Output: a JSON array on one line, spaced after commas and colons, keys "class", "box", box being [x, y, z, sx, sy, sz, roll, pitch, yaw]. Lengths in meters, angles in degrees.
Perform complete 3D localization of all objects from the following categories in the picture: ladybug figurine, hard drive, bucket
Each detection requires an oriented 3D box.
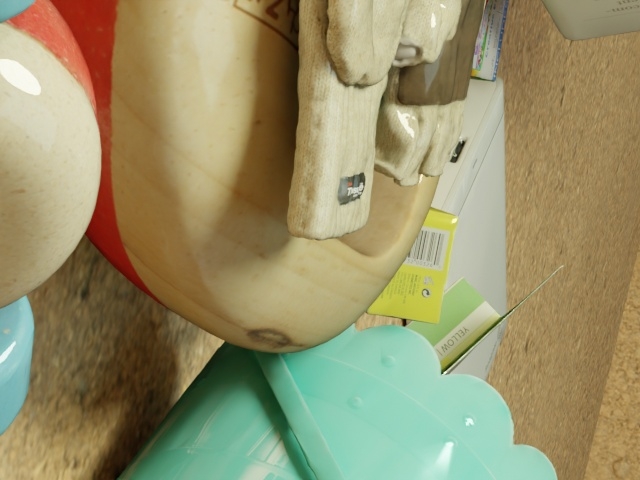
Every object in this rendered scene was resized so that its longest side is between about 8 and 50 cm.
[{"class": "ladybug figurine", "box": [-0.044, -0.099, 0.922, 0.449, 0.162, 0.305, 39, 63, -71]}, {"class": "hard drive", "box": [0.143, 0.037, 1.788, 0.353, 0.047, 0.233, 84, 24, -44]}, {"class": "bucket", "box": [-0.004, 0.198, 1.051, 0.183, 0.281, 0.281, -46, 144, -46]}]

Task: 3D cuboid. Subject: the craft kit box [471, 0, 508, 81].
[{"class": "craft kit box", "box": [0.127, -0.270, 1.545, 0.246, 0.061, 0.250, -8, 108, -74]}]

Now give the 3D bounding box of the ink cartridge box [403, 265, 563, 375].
[{"class": "ink cartridge box", "box": [0.074, 0.093, 1.335, 0.171, 0.056, 0.235, -39, 171, -28]}]

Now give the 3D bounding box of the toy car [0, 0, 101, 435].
[{"class": "toy car", "box": [-0.182, -0.084, 0.553, 0.219, 0.210, 0.238, 102, -17, -44]}]

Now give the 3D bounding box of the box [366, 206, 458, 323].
[{"class": "box", "box": [0.058, 0.009, 1.357, 0.232, 0.058, 0.087, -141, -119, -86]}]

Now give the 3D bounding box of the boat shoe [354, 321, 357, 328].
[{"class": "boat shoe", "box": [0.000, 0.000, 1.270, 0.073, 0.073, 0.207, -164, -95, -80]}]

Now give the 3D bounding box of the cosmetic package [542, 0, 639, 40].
[{"class": "cosmetic package", "box": [0.307, -0.396, 1.420, 0.394, 0.329, 0.327, 36, 49, -67]}]

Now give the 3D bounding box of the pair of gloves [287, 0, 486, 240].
[{"class": "pair of gloves", "box": [0.036, -0.116, 0.827, 0.240, 0.042, 0.204, -32, 133, -65]}]
